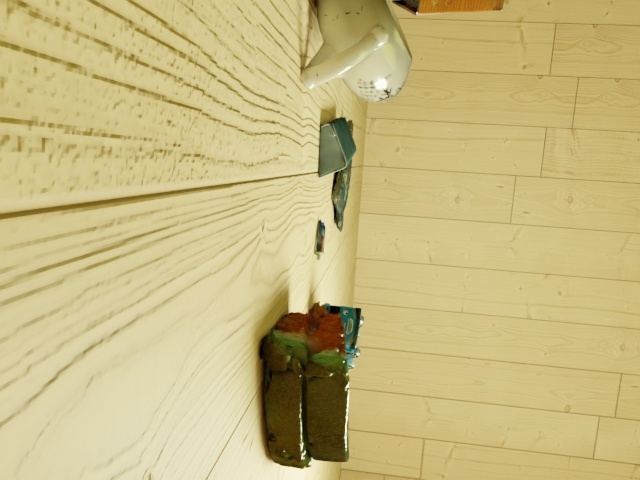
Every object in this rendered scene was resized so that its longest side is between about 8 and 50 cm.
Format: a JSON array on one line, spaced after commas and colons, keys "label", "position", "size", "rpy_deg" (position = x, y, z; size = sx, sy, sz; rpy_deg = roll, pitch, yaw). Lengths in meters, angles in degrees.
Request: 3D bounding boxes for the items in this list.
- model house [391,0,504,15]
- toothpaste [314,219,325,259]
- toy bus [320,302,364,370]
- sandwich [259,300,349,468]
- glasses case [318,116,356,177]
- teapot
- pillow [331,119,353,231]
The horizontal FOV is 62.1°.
[{"label": "model house", "position": [0.177, -0.398, 0.764], "size": [0.207, 0.220, 0.135], "rpy_deg": [-40, -114, 65]}, {"label": "toothpaste", "position": [0.000, 0.000, 1.066], "size": [0.027, 0.019, 0.083], "rpy_deg": [40, 50, -52]}, {"label": "toy bus", "position": [0.032, 0.202, 1.102], "size": [0.184, 0.106, 0.090], "rpy_deg": [94, 8, -62]}, {"label": "sandwich", "position": [-0.008, 0.208, 0.750], "size": [0.212, 0.109, 0.292], "rpy_deg": [-70, 163, -64]}, {"label": "glasses case", "position": [0.041, -0.202, 1.122], "size": [0.266, 0.056, 0.105], "rpy_deg": [-65, 159, -72]}, {"label": "teapot", "position": [0.052, -0.313, 0.839], "size": [0.299, 0.166, 0.208], "rpy_deg": [-58, 136, -55]}, {"label": "pillow", "position": [0.063, -0.171, 1.417], "size": [0.189, 0.034, 0.255], "rpy_deg": [80, 16, -65]}]
